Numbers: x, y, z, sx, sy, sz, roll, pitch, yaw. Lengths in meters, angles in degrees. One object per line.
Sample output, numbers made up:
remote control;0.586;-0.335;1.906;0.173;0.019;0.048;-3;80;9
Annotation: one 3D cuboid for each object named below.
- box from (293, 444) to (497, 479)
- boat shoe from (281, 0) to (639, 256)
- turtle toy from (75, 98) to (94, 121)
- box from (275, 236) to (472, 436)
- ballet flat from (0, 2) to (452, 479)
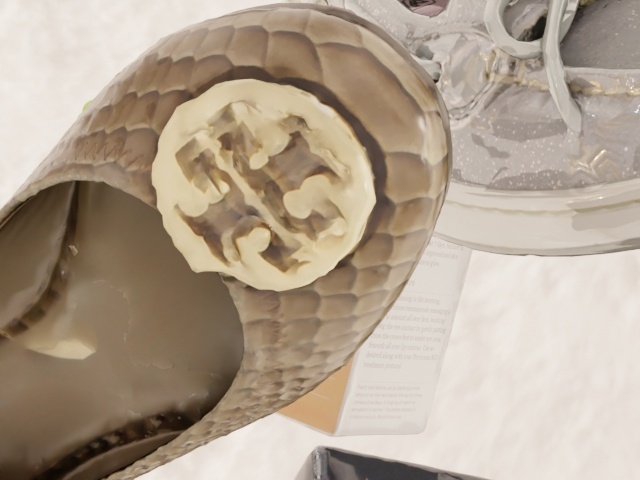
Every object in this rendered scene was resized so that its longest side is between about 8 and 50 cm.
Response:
box;0.132;0.332;1.219;0.395;0.212;0.293;13;131;-16
boat shoe;0.060;-0.077;0.585;0.118;0.320;0.103;-18;112;-12
turtle toy;-0.087;-0.046;1.134;0.130;0.095;0.066;19;138;-5
box;0.000;0.000;0.961;0.130;0.091;0.170;17;95;33
ballet flat;-0.069;0.031;0.442;0.250;0.058;0.084;-33;95;34
